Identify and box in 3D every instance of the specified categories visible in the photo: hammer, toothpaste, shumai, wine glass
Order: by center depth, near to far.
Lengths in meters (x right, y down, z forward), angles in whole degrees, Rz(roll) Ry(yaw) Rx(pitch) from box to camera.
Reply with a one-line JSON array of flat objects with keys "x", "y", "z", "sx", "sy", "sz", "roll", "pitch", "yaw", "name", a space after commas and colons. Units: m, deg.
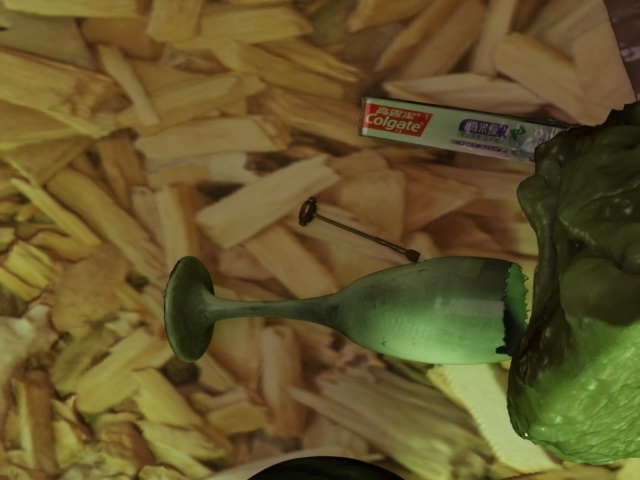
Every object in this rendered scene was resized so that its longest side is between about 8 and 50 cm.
[{"x": 0.251, "y": -0.003, "z": 1.200, "sx": 0.309, "sy": 0.304, "sz": 0.263, "roll": -25, "pitch": 60, "yaw": 10, "name": "shumai"}, {"x": 0.000, "y": 0.000, "z": 1.318, "sx": 0.309, "sy": 0.264, "sz": 0.096, "roll": -1, "pitch": 43, "yaw": 22, "name": "wine glass"}, {"x": 0.132, "y": -0.097, "z": 1.390, "sx": 0.196, "sy": 0.047, "sz": 0.040, "roll": 11, "pitch": 98, "yaw": 23, "name": "toothpaste"}, {"x": 0.035, "y": -0.007, "z": 1.428, "sx": 0.123, "sy": 0.014, "sz": 0.029, "roll": 23, "pitch": 97, "yaw": 22, "name": "hammer"}]

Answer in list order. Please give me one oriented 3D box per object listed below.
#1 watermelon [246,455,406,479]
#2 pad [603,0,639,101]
[{"x": 0.009, "y": 0.276, "z": 1.276, "sx": 0.212, "sy": 0.212, "sz": 0.212, "roll": -4, "pitch": 78, "yaw": 21, "name": "watermelon"}, {"x": 0.305, "y": -0.200, "z": 1.358, "sx": 0.113, "sy": 0.006, "sz": 0.188, "roll": -21, "pitch": 71, "yaw": 18, "name": "pad"}]
